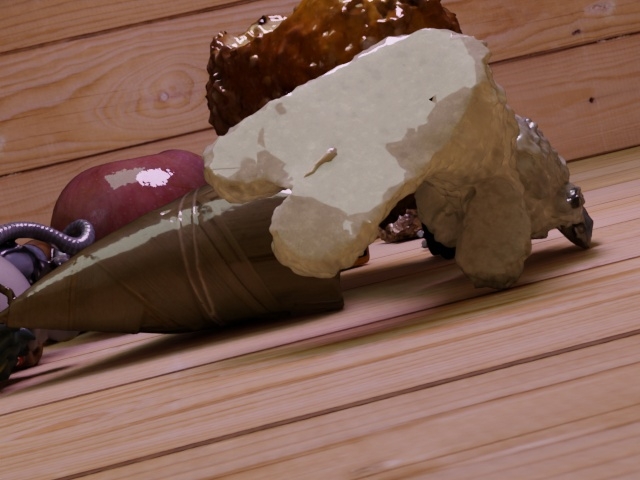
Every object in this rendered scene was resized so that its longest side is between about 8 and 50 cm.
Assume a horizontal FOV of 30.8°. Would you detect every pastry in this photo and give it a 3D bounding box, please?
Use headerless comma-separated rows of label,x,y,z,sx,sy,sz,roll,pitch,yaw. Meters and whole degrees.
pastry,0.039,-0.179,1.562,0.405,0.337,0.292,-15,17,48

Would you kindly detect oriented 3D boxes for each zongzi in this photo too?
zongzi,-0.183,0.032,1.484,0.418,0.181,0.447,-14,1,-9

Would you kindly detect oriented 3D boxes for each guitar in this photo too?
guitar,0.168,-0.010,1.716,0.038,0.083,0.271,-15,-3,-4

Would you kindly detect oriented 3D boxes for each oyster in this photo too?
oyster,0.164,-0.029,2.118,0.177,0.056,0.105,-10,-7,38

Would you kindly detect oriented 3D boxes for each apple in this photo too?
apple,-0.247,-0.008,1.727,0.306,0.235,0.306,-20,-2,-1

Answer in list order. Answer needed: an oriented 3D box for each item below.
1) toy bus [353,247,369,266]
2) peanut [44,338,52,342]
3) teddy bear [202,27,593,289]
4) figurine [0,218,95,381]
toy bus,0.000,0.000,1.885,0.114,0.098,0.201,-13,4,-16
peanut,-0.403,0.110,1.762,0.080,0.080,0.174,-12,3,22
teddy bear,0.117,-0.042,1.285,0.375,0.327,0.362,-39,-36,-10
figurine,-0.420,0.087,1.417,0.261,0.186,0.382,-18,7,5
